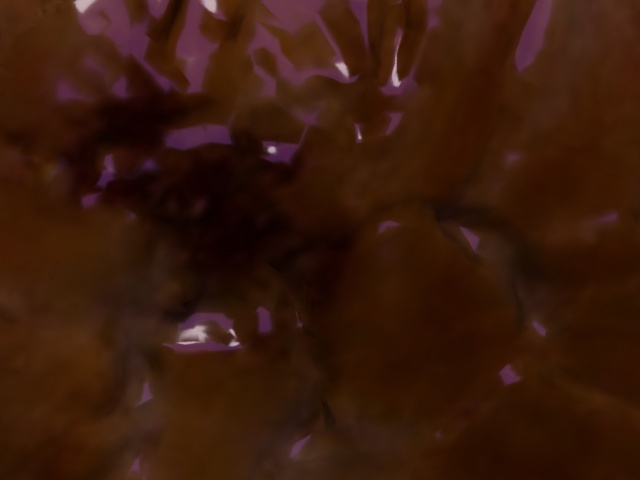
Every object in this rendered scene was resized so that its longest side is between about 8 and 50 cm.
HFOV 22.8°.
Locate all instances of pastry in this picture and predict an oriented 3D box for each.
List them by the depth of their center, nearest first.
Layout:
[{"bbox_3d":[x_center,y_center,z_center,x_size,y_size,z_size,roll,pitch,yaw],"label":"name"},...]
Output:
[{"bbox_3d":[0.000,0.000,0.635,0.409,0.245,0.409,-2,114,-5],"label":"pastry"}]
